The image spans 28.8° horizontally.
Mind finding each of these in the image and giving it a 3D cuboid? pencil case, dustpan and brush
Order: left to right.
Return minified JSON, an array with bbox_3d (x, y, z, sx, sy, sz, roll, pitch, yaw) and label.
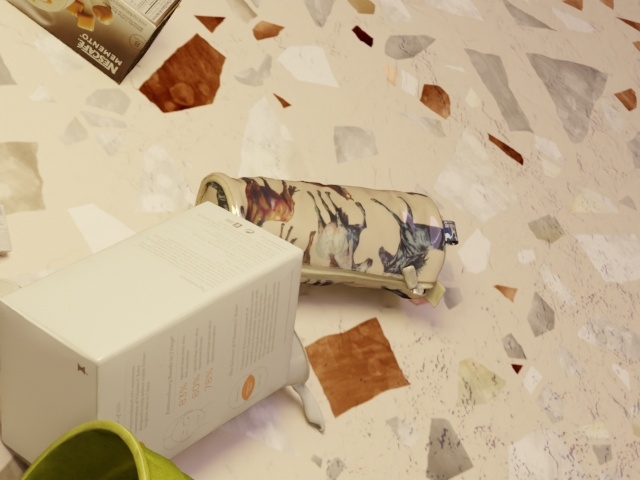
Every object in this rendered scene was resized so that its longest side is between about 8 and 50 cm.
[{"bbox_3d":[-0.048,0.176,1.709,0.060,0.147,0.211,-24,100,-31],"label":"dustpan and brush"},{"bbox_3d":[0.000,0.000,1.823,0.410,0.160,0.183,4,37,-34],"label":"pencil case"}]

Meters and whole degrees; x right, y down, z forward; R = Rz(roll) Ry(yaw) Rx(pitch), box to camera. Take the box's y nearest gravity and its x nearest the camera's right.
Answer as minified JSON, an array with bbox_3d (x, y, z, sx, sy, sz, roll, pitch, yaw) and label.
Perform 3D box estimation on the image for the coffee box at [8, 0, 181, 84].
[{"bbox_3d":[-0.351,-0.372,1.862,0.246,0.141,0.098,37,44,-8],"label":"coffee box"}]

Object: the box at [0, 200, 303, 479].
[{"bbox_3d":[-0.201,0.126,1.513,0.168,0.215,0.345,27,36,30],"label":"box"}]

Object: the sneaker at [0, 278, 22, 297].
[{"bbox_3d":[-0.449,0.093,1.467,0.229,0.092,0.087,-18,70,-35],"label":"sneaker"}]

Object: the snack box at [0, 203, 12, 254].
[{"bbox_3d":[-0.451,-0.016,1.546,0.178,0.022,0.064,3,73,-65],"label":"snack box"}]

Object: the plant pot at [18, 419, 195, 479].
[{"bbox_3d":[-0.151,0.425,1.304,0.353,0.366,0.366,32,44,-30],"label":"plant pot"}]
